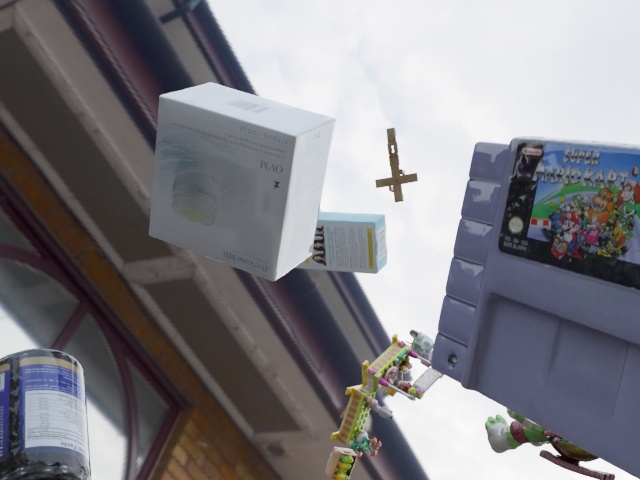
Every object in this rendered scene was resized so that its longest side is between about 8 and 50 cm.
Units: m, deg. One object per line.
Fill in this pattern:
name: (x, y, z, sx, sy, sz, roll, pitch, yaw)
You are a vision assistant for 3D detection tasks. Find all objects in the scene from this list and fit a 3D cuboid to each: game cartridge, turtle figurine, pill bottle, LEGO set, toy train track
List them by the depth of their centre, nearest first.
game cartridge: (0.218, 0.043, 0.572, 0.068, 0.355, 0.230, 2, -81, -28)
toy train track: (0.084, -0.083, 0.853, 0.048, 0.014, 0.083, -8, -95, 19)
pill bottle: (-0.332, 0.246, 0.894, 0.123, 0.219, 0.122, -11, -41, -9)
LEGO set: (0.113, 0.270, 1.244, 0.107, 0.287, 0.132, 24, -24, 34)
turtle figurine: (0.406, 0.275, 1.330, 0.274, 0.198, 0.266, 50, -32, 1)

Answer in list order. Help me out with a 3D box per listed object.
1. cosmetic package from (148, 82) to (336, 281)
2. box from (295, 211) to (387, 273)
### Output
cosmetic package: (-0.120, -0.091, 1.139, 0.224, 0.138, 0.224, 19, -64, 20)
box: (0.000, 0.000, 1.443, 0.244, 0.060, 0.100, 4, -71, 24)
